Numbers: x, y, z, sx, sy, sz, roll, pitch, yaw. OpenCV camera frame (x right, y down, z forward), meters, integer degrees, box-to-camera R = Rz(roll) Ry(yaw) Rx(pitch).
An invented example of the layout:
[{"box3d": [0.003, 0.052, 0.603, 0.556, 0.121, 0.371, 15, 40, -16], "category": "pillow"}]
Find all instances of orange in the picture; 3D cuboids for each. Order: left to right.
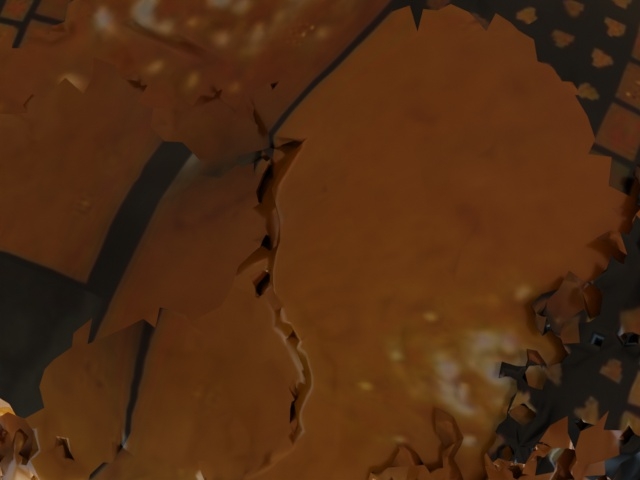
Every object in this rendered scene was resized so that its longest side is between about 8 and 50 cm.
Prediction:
[{"box3d": [0.000, 0.000, 0.450, 0.234, 0.182, 0.234, -6, -111, 18], "category": "orange"}]
